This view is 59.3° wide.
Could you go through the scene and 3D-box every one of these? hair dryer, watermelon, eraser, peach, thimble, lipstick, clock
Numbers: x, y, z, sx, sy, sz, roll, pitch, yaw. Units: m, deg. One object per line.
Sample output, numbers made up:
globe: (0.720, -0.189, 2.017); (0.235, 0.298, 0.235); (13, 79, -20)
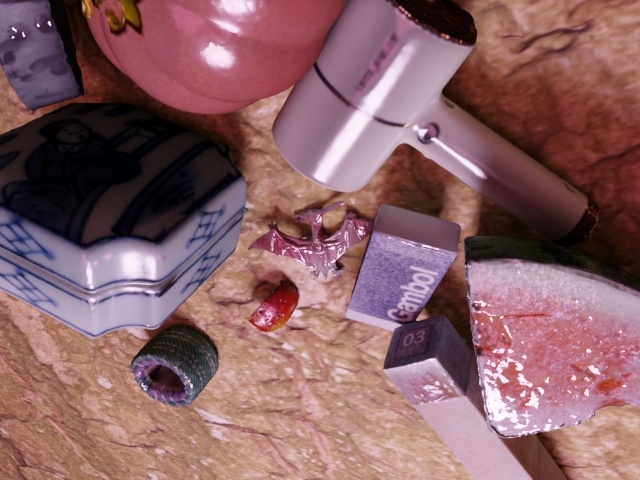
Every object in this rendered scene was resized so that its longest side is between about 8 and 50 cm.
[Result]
hair dryer: (0.146, -0.094, 0.580); (0.362, 0.128, 0.203); (33, 128, -6)
watermelon: (0.245, 0.111, 0.567); (0.262, 0.213, 0.201); (20, 96, 11)
eraser: (0.090, 0.042, 0.673); (0.092, 0.046, 0.212); (16, 147, 2)
peach: (-0.066, 0.101, 0.837); (0.050, 0.077, 0.083); (40, 85, 4)
thimble: (-0.249, 0.217, 0.969); (0.135, 0.090, 0.118); (-14, 112, 33)
lipstick: (0.219, 0.254, 0.738); (0.080, 0.076, 0.371); (-23, 116, 34)
clock: (-0.317, -0.294, 0.582); (0.062, 0.312, 0.312); (-14, 121, -16)

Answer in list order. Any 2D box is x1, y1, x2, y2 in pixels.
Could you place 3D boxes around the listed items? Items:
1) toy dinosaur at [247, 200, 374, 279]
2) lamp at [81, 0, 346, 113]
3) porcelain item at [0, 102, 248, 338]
toy dinosaur: (0.000, 0.001, 0.752); (0.220, 0.032, 0.108); (-9, 112, 19)
lamp: (-0.116, -0.263, 0.484); (0.306, 0.240, 0.305); (18, 114, 45)
porcelain item: (-0.256, -0.043, 0.692); (0.286, 0.281, 0.157); (25, 129, 13)
